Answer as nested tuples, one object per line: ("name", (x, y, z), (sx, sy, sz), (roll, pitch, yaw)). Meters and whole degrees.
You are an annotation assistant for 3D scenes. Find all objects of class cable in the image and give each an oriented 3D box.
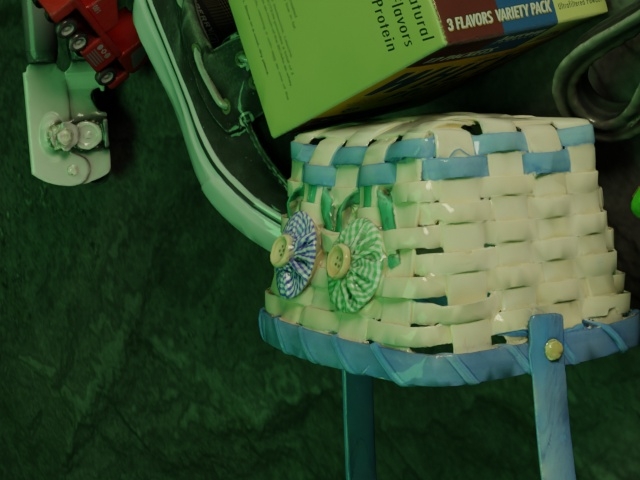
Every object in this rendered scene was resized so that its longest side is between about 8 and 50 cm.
("cable", (0.204, -0.127, 0.872), (0.139, 0.072, 0.287), (43, 144, -16))

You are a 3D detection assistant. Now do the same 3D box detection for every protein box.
("protein box", (0.043, -0.196, 1.034), (0.201, 0.136, 0.200), (-23, 84, 56))

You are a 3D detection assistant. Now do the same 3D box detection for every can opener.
("can opener", (-0.239, -0.185, 1.473), (0.093, 0.074, 0.280), (-130, 36, -75))

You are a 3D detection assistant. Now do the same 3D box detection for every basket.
("basket", (0.076, 0.063, 1.032), (0.254, 0.201, 0.289), (4, 104, 61))

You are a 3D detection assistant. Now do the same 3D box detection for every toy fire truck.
("toy fire truck", (-0.171, -0.218, 1.354), (0.047, 0.135, 0.192), (52, 179, 27))

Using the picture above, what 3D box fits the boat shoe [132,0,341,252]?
("boat shoe", (-0.050, -0.121, 1.205), (0.335, 0.121, 0.119), (55, 145, 28))

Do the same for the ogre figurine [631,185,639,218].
("ogre figurine", (0.231, -0.015, 0.874), (0.118, 0.097, 0.197), (39, 143, 21))
